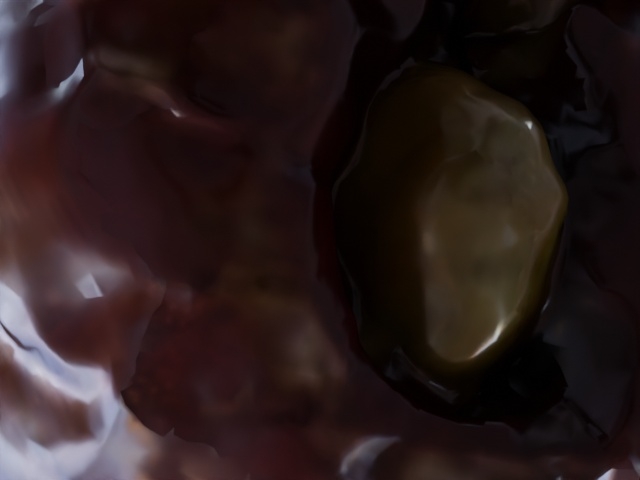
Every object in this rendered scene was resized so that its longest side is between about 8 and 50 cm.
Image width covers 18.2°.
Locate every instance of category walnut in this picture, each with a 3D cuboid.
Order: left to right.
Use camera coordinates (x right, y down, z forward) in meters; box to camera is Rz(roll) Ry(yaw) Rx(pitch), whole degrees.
[{"bbox_3d":[0.000,0.000,0.505,0.221,0.269,0.244,26,-113,-12],"label":"walnut"}]
